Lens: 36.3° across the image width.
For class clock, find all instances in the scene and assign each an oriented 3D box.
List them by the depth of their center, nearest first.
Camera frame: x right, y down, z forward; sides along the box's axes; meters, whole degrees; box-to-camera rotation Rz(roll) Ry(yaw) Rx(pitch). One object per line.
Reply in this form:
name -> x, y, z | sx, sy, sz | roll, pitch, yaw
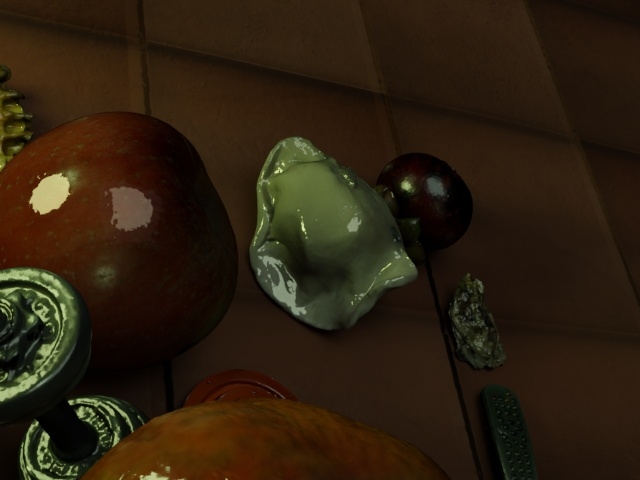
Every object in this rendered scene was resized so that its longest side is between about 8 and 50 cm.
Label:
clock -> -0.099, 0.271, 1.345 | 0.205, 0.051, 0.205 | 16, 49, -19

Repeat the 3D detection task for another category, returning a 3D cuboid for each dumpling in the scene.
dumpling -> 0.000, 0.000, 1.569 | 0.243, 0.187, 0.318 | -41, 71, -4

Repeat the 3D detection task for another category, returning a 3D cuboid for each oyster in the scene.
oyster -> 0.260, 0.142, 1.666 | 0.108, 0.053, 0.166 | -15, 72, -27

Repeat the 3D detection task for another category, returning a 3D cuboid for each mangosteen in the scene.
mangosteen -> 0.164, -0.052, 1.686 | 0.199, 0.200, 0.200 | 16, 50, -20

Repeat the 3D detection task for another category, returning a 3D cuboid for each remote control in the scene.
remote control -> 0.299, 0.330, 1.550 | 0.072, 0.042, 0.222 | 13, 50, -23

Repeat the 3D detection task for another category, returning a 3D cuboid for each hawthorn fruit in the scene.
hawthorn fruit -> -0.074, 0.350, 0.959 | 0.471, 0.472, 0.472 | 16, 50, -20

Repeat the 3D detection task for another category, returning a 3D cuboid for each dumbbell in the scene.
dumbbell -> -0.297, 0.185, 1.077 | 0.179, 0.406, 0.179 | -5, 52, 6

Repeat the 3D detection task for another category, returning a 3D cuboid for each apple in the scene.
apple -> -0.269, 0.003, 1.268 | 0.276, 0.348, 0.349 | -23, 63, 6

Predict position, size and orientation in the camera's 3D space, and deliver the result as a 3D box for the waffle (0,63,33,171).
waffle -> -0.565, -0.163, 1.381 | 0.329, 0.062, 0.329 | 15, 51, -19
